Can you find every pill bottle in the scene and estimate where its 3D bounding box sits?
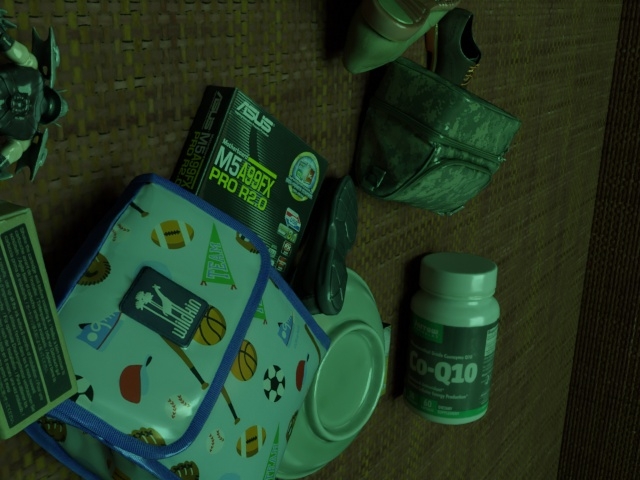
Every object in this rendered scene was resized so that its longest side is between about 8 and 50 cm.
[{"bbox_3d":[0.304,0.221,1.682,0.204,0.204,0.360,-19,116,-51],"label":"pill bottle"}]

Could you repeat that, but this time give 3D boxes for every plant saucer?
[{"bbox_3d":[0.018,0.243,1.302,0.401,0.101,0.400,-13,108,-48],"label":"plant saucer"}]

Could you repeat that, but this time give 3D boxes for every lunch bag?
[{"bbox_3d":[-0.181,0.154,0.918,0.385,0.239,0.327,56,42,-37],"label":"lunch bag"},{"bbox_3d":[0.219,-0.183,1.426,0.305,0.213,0.256,5,118,-54],"label":"lunch bag"}]

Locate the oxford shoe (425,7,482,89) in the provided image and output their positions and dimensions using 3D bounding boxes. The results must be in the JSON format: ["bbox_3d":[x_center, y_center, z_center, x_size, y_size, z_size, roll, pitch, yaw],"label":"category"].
[{"bbox_3d":[0.289,-0.359,1.543,0.097,0.098,0.271,-45,135,-37],"label":"oxford shoe"}]

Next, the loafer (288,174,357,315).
[{"bbox_3d":[0.000,0.000,1.246,0.302,0.095,0.109,-79,154,-43],"label":"loafer"}]

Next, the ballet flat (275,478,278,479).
[{"bbox_3d":[-0.087,0.389,1.335,0.049,0.057,0.173,21,82,-13],"label":"ballet flat"}]

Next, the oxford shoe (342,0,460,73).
[{"bbox_3d":[0.140,-0.418,1.318,0.146,0.140,0.397,-46,179,39],"label":"oxford shoe"}]

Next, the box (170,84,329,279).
[{"bbox_3d":[-0.108,-0.079,1.112,0.270,0.060,0.216,33,75,-54],"label":"box"}]

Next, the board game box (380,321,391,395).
[{"bbox_3d":[0.060,0.274,1.493,0.243,0.042,0.164,-14,112,-52],"label":"board game box"}]

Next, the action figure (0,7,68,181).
[{"bbox_3d":[-0.361,-0.144,0.703,0.285,0.099,0.185,-7,100,-58],"label":"action figure"}]

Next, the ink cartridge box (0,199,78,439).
[{"bbox_3d":[-0.345,0.049,0.665,0.088,0.235,0.193,-33,128,-46],"label":"ink cartridge box"}]
